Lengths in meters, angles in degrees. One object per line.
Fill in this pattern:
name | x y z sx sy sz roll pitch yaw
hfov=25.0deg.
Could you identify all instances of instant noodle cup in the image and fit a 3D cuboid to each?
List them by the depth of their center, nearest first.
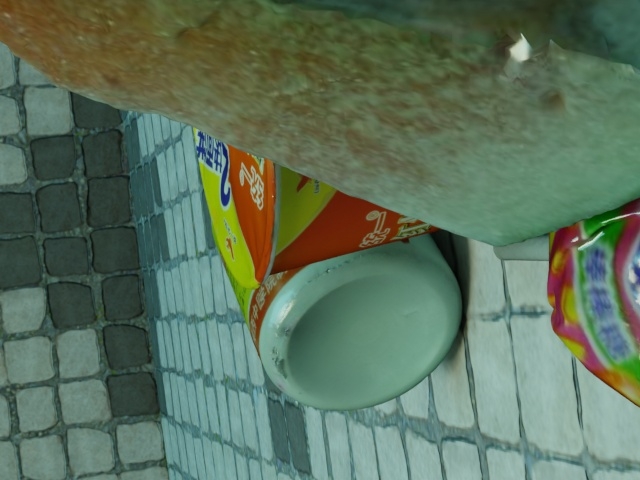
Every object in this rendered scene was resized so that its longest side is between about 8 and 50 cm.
instant noodle cup | 0.028 -0.088 0.787 0.213 0.174 0.213 172 90 -76

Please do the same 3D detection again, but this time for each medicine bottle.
medicine bottle | 0.000 0.000 1.002 0.225 0.139 0.139 -115 23 -50

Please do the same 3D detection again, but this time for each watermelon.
watermelon | 0.041 -0.142 0.497 0.151 0.302 0.264 81 -160 -64

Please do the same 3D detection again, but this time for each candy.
candy | 0.124 0.006 0.631 0.365 0.124 0.124 172 91 -84
